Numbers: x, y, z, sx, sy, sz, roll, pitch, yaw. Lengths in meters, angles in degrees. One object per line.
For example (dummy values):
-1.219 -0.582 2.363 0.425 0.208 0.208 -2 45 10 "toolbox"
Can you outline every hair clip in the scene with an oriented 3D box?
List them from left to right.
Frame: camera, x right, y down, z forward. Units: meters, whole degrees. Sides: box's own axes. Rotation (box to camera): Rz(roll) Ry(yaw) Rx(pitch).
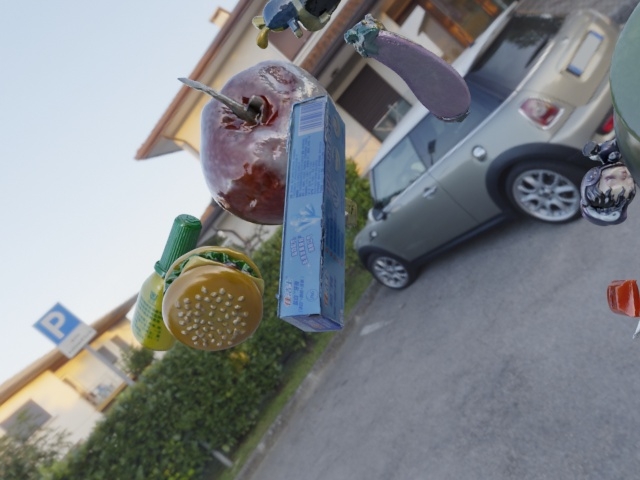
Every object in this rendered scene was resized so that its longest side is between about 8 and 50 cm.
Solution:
0.222 -0.394 1.077 0.110 0.358 0.096 -48 17 24 "hair clip"

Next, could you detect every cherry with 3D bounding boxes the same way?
-0.096 -0.197 0.971 0.335 0.291 0.327 -35 -45 -75 "cherry"

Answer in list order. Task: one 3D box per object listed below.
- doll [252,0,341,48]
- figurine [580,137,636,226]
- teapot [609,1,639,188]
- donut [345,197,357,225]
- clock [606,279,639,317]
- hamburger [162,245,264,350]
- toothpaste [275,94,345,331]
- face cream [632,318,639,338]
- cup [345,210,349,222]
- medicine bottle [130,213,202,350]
-0.035 -0.404 0.827 0.179 0.102 0.089 -20 -24 22 "doll"
0.735 -0.147 1.211 0.145 0.145 0.223 -111 19 -87 "figurine"
0.320 -0.064 0.336 0.239 0.239 0.322 23 104 57 "teapot"
-0.005 -0.113 1.468 0.272 0.271 0.107 -84 6 -86 "donut"
0.945 0.181 1.467 0.061 0.113 0.155 -4 -7 19 "clock"
-0.163 0.090 0.711 0.162 0.162 0.115 -48 24 15 "hamburger"
-0.006 -0.038 0.533 0.066 0.053 0.273 45 -139 -57 "toothpaste"
0.747 0.107 1.003 0.058 0.092 0.244 -131 38 -53 "face cream"
-0.008 -0.002 0.718 0.102 0.074 0.099 -54 -20 -55 "cup"
-0.307 0.089 0.943 0.309 0.111 0.076 -66 -12 24 "medicine bottle"
